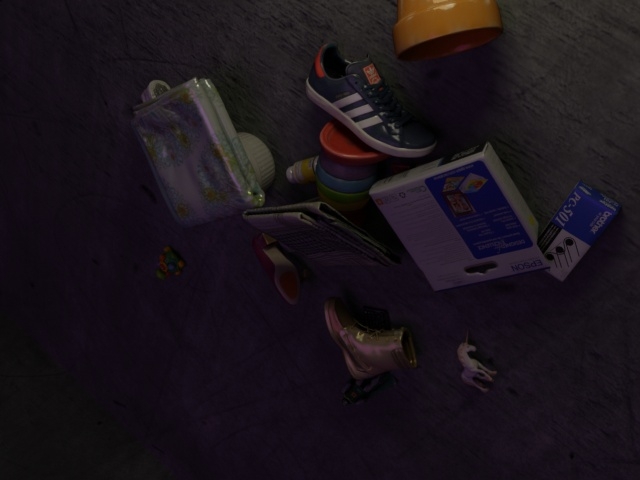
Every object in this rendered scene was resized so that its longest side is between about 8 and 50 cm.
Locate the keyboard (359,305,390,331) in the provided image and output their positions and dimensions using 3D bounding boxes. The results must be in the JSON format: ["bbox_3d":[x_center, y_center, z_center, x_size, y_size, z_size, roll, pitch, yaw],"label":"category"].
[{"bbox_3d":[0.153,0.271,1.844,0.108,0.023,0.180,9,120,35],"label":"keyboard"}]

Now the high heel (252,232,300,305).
[{"bbox_3d":[-0.135,0.088,1.888,0.244,0.082,0.117,62,150,9],"label":"high heel"}]

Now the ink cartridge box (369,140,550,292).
[{"bbox_3d":[0.308,-0.040,1.426,0.304,0.072,0.307,-17,119,41],"label":"ink cartridge box"}]

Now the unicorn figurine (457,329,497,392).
[{"bbox_3d":[0.396,0.328,1.657,0.111,0.060,0.161,28,130,22],"label":"unicorn figurine"}]

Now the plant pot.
[{"bbox_3d":[0.227,-0.463,1.224,0.205,0.205,0.187,-9,95,42],"label":"plant pot"}]

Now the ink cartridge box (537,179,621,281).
[{"bbox_3d":[0.525,-0.017,1.350,0.097,0.046,0.207,35,133,15],"label":"ink cartridge box"}]

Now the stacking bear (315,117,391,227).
[{"bbox_3d":[0.066,-0.136,1.571,0.175,0.164,0.289,44,146,32],"label":"stacking bear"}]

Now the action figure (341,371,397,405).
[{"bbox_3d":[0.121,0.449,1.956,0.137,0.063,0.232,40,138,8],"label":"action figure"}]

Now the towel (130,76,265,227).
[{"bbox_3d":[-0.341,-0.225,1.731,0.321,0.090,0.374,-11,109,43],"label":"towel"}]

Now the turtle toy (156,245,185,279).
[{"bbox_3d":[-0.535,0.088,2.249,0.095,0.066,0.130,44,135,9],"label":"turtle toy"}]

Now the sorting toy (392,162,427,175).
[{"bbox_3d":[0.286,-0.117,1.479,0.275,0.046,0.132,9,121,34],"label":"sorting toy"}]

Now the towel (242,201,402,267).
[{"bbox_3d":[0.000,0.000,1.629,0.312,0.056,0.324,33,158,-33],"label":"towel"}]

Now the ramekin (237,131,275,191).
[{"bbox_3d":[-0.221,-0.202,1.789,0.207,0.109,0.207,20,128,29],"label":"ramekin"}]

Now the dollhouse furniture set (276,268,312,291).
[{"bbox_3d":[-0.070,0.106,1.930,0.114,0.091,0.081,-32,52,24],"label":"dollhouse furniture set"}]

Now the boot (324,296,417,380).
[{"bbox_3d":[0.138,0.255,1.770,0.204,0.095,0.261,-18,100,34],"label":"boot"}]

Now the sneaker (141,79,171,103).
[{"bbox_3d":[-0.464,-0.354,1.917,0.115,0.090,0.232,-11,100,49],"label":"sneaker"}]

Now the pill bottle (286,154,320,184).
[{"bbox_3d":[-0.032,-0.182,1.681,0.116,0.065,0.065,-8,111,42],"label":"pill bottle"}]

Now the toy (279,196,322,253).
[{"bbox_3d":[-0.065,-0.031,1.807,0.237,0.056,0.136,-15,105,43],"label":"toy"}]

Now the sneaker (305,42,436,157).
[{"bbox_3d":[0.116,-0.319,1.430,0.350,0.131,0.148,34,137,18],"label":"sneaker"}]

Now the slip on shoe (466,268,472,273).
[{"bbox_3d":[0.350,0.042,1.530,0.051,0.041,0.135,40,134,12],"label":"slip on shoe"}]
